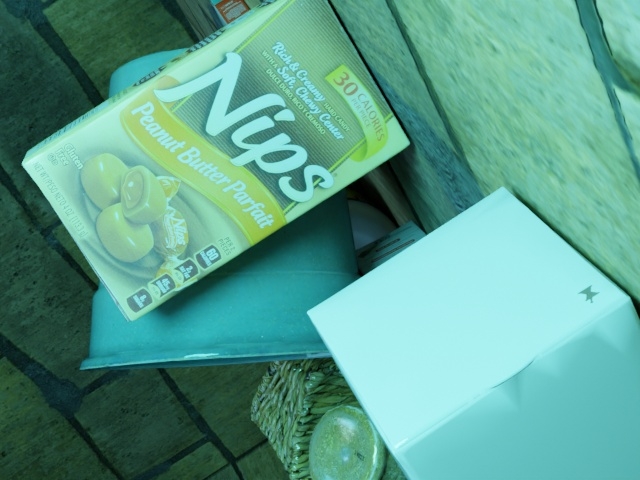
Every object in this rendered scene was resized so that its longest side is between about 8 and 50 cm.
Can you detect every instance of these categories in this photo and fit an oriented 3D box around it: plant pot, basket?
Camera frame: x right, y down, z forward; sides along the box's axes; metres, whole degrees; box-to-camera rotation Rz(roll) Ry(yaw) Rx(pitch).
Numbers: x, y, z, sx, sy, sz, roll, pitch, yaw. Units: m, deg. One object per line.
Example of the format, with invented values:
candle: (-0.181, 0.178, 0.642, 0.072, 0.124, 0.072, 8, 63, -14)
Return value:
plant pot: (-0.106, -0.028, 1.364, 0.341, 0.341, 0.334, 77, -171, -82)
basket: (0.071, 0.217, 1.756, 0.223, 0.299, 0.213, -137, 54, -66)

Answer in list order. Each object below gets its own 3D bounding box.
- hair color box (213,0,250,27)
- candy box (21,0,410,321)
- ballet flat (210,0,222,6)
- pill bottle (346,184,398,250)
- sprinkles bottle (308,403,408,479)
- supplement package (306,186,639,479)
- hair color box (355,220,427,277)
hair color box: (-0.098, -0.288, 1.756, 0.141, 0.043, 0.072, 57, 177, 25)
candy box: (-0.098, -0.088, 1.140, 0.183, 0.316, 0.087, 58, 179, -16)
ballet flat: (-0.127, -0.339, 1.840, 0.114, 0.041, 0.041, 57, 177, 2)
pill bottle: (0.000, 0.000, 1.788, 0.188, 0.188, 0.334, 58, 177, -20)
sprinkles bottle: (0.145, 0.288, 1.554, 0.355, 0.121, 0.121, 15, -150, -44)
supplement package: (0.150, 0.144, 0.868, 0.293, 0.177, 0.175, 60, 177, -33)
hair color box: (0.103, 0.042, 1.406, 0.053, 0.093, 0.167, 64, 176, -25)
